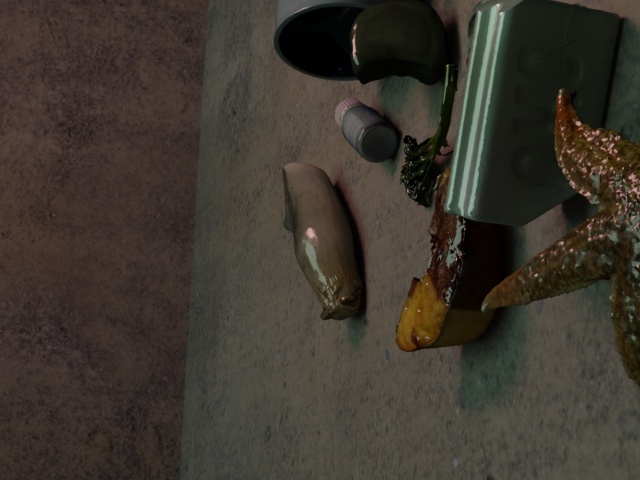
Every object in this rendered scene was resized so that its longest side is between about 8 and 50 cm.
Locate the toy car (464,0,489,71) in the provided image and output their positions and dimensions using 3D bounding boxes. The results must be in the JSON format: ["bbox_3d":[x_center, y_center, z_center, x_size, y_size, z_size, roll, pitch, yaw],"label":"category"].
[{"bbox_3d":[0.258,-0.277,1.749,0.095,0.056,0.205,138,136,-61],"label":"toy car"}]

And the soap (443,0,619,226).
[{"bbox_3d":[0.274,-0.163,1.474,0.095,0.173,0.289,-154,72,-70],"label":"soap"}]

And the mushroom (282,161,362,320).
[{"bbox_3d":[0.000,0.001,2.317,0.397,0.126,0.177,-111,23,-54],"label":"mushroom"}]

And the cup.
[{"bbox_3d":[0.025,-0.514,2.129,0.257,0.331,0.311,-14,62,31],"label":"cup"}]

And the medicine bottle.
[{"bbox_3d":[0.084,-0.220,2.204,0.203,0.083,0.083,-121,42,-61],"label":"medicine bottle"}]

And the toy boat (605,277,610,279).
[{"bbox_3d":[0.349,0.012,1.384,0.066,0.059,0.140,-58,18,-9],"label":"toy boat"}]

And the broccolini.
[{"bbox_3d":[0.187,-0.193,1.921,0.123,0.062,0.271,57,144,41],"label":"broccolini"}]

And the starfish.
[{"bbox_3d":[0.350,-0.023,1.225,0.384,0.132,0.398,22,107,61],"label":"starfish"}]

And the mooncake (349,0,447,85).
[{"bbox_3d":[0.136,-0.328,1.959,0.168,0.175,0.104,-50,-21,-17],"label":"mooncake"}]

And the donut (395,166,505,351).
[{"bbox_3d":[0.213,0.054,1.686,0.151,0.112,0.295,-128,46,-61],"label":"donut"}]
